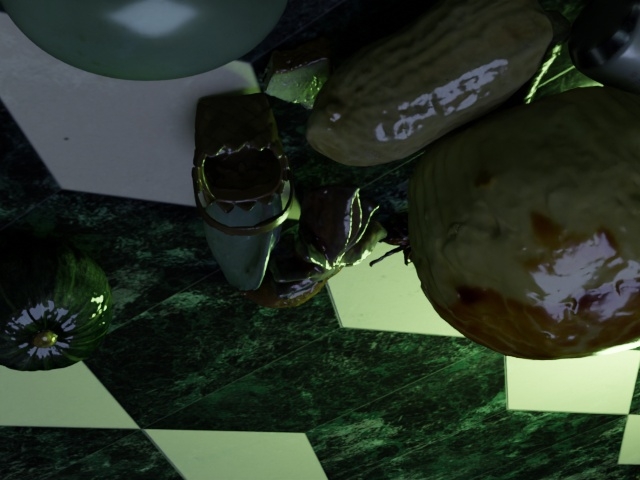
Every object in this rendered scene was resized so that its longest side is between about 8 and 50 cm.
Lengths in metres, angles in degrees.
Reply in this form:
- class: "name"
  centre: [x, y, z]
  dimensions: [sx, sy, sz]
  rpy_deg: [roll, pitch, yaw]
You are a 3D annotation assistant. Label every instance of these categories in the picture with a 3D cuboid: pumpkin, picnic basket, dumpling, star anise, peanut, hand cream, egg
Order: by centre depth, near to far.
- class: "egg"
  centre: [-0.168, -0.255, 1.031]
  dimensions: [0.282, 0.203, 0.203]
  rpy_deg: [1, 146, -15]
- class: "peanut"
  centre: [0.124, -0.189, 1.274]
  dimensions: [0.313, 0.152, 0.152]
  rpy_deg: [-32, 145, 9]
- class: "picnic basket"
  centre: [-0.098, -0.080, 1.353]
  dimensions: [0.128, 0.179, 0.138]
  rpy_deg: [-13, 148, -4]
- class: "hand cream"
  centre: [0.473, -0.195, 1.368]
  dimensions: [0.358, 0.118, 0.185]
  rpy_deg: [24, 163, -26]
- class: "dumpling"
  centre: [-0.093, -0.017, 1.496]
  dimensions: [0.104, 0.149, 0.217]
  rpy_deg: [-27, 156, -42]
- class: "pumpkin"
  centre: [-0.404, 0.095, 1.554]
  dimensions: [0.211, 0.152, 0.212]
  rpy_deg: [-6, 130, -7]
- class: "star anise"
  centre: [0.001, 0.001, 1.559]
  dimensions: [0.198, 0.111, 0.257]
  rpy_deg: [-40, 168, 6]
- class: "star anise"
  centre: [0.139, -0.001, 1.677]
  dimensions: [0.190, 0.070, 0.097]
  rpy_deg: [-33, 116, 32]

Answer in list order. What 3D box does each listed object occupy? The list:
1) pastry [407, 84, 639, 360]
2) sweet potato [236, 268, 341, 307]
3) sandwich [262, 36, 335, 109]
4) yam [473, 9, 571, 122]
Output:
- class: "pastry"
  centre: [0.298, -0.006, 1.342]
  dimensions: [0.388, 0.313, 0.388]
  rpy_deg: [-13, 166, -3]
- class: "sweet potato"
  centre: [-0.022, 0.066, 1.724]
  dimensions: [0.226, 0.068, 0.068]
  rpy_deg: [-21, 147, 9]
- class: "sandwich"
  centre: [-0.024, -0.198, 1.330]
  dimensions: [0.093, 0.036, 0.105]
  rpy_deg: [-16, 149, 5]
- class: "yam"
  centre: [0.254, -0.196, 1.408]
  dimensions: [0.061, 0.061, 0.253]
  rpy_deg: [-2, 148, -16]
